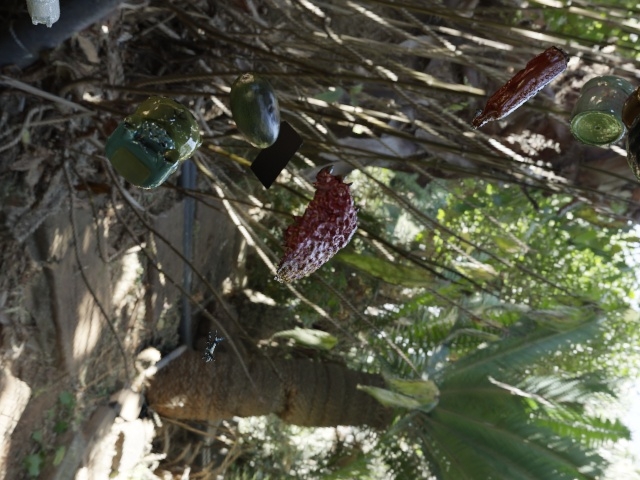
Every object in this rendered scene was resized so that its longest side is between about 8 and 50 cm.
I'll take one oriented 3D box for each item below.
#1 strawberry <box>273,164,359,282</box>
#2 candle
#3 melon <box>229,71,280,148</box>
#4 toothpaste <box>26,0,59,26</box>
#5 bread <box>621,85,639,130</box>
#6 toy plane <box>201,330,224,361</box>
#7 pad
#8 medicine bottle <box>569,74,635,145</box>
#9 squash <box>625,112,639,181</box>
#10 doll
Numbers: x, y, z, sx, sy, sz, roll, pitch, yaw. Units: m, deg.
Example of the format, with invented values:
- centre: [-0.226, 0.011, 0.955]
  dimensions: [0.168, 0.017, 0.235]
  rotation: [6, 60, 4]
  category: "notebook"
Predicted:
- centre: [0.000, 0.000, 1.209]
  dimensions: [0.234, 0.137, 0.307]
  rotation: [104, 7, -50]
  category: "strawberry"
- centre: [0.286, -0.223, 0.788]
  dimensions: [0.053, 0.162, 0.048]
  rotation: [37, 19, -47]
  category: "candle"
- centre: [-0.132, -0.264, 1.093]
  dimensions: [0.099, 0.099, 0.162]
  rotation: [-70, 156, -43]
  category: "melon"
- centre: [-0.333, -0.383, 0.608]
  dimensions: [0.314, 0.055, 0.058]
  rotation: [128, -33, -58]
  category: "toothpaste"
- centre: [0.776, -0.261, 1.148]
  dimensions: [0.070, 0.235, 0.236]
  rotation: [105, 3, -58]
  category: "bread"
- centre: [-0.237, 0.236, 1.154]
  dimensions: [0.084, 0.024, 0.078]
  rotation: [-54, -142, 26]
  category: "toy plane"
- centre: [-0.112, -0.216, 1.338]
  dimensions: [0.003, 0.112, 0.157]
  rotation: [21, 114, -48]
  category: "pad"
- centre: [0.770, -0.354, 1.454]
  dimensions: [0.143, 0.147, 0.147]
  rotation: [-60, 170, -23]
  category: "medicine bottle"
- centre: [0.631, -0.157, 0.889]
  dimensions: [0.172, 0.218, 0.218]
  rotation: [29, 77, -78]
  category: "squash"
- centre: [-0.401, -0.252, 1.318]
  dimensions: [0.161, 0.177, 0.261]
  rotation: [-38, -160, 35]
  category: "doll"
